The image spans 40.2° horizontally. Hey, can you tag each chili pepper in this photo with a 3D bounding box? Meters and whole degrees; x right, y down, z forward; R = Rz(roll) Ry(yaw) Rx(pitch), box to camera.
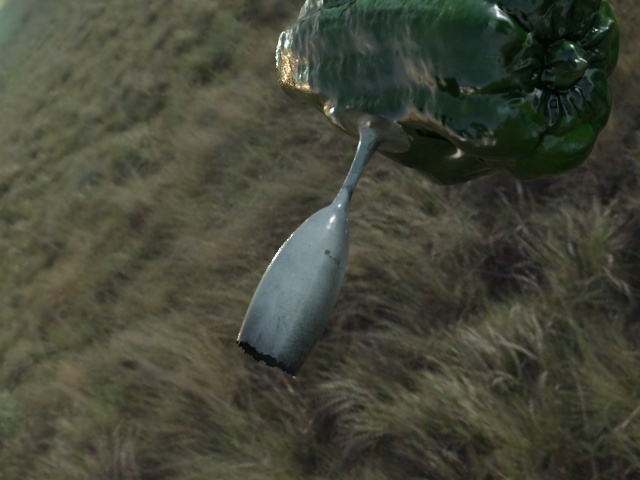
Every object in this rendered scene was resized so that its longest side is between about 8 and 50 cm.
[{"bbox_3d":[0.091,-0.144,0.788,0.167,0.213,0.385,-53,28,-9],"label":"chili pepper"}]

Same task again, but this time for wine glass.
[{"bbox_3d":[0.000,0.000,0.643,0.066,0.066,0.198,-1,59,58],"label":"wine glass"}]
